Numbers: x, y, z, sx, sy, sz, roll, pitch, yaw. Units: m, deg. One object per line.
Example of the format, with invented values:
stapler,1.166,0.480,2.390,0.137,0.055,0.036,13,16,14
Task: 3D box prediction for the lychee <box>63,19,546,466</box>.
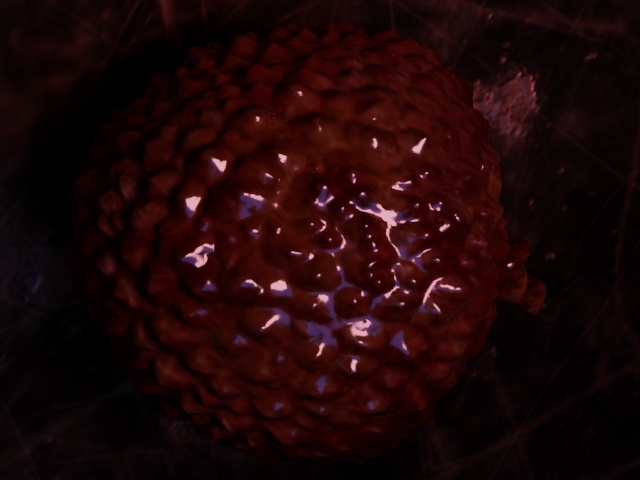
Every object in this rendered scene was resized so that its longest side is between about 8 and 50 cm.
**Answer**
lychee,0.000,0.000,1.062,0.300,0.264,0.264,10,109,-19
